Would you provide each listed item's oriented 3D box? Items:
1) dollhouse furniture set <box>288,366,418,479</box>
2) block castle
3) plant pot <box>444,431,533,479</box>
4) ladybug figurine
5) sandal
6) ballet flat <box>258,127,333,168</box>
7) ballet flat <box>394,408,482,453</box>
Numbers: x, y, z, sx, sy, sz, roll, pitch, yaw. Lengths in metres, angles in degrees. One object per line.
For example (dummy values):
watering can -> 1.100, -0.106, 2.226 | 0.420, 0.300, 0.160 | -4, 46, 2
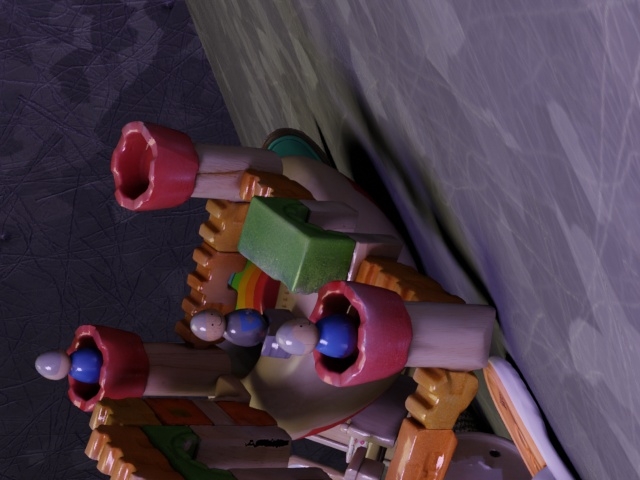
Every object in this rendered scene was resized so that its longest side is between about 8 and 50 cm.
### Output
dollhouse furniture set -> -0.010, 0.273, 2.156 | 0.355, 0.173, 0.303 | -57, -17, -62
block castle -> -0.072, 0.104, 1.682 | 0.453, 0.212, 0.303 | 37, 118, 50
plant pot -> 0.137, 0.323, 1.738 | 0.256, 0.256, 0.274 | -120, 23, -54
ladybug figurine -> -0.015, 0.066, 2.012 | 0.449, 0.161, 0.305 | -165, 86, -71
sandal -> 0.176, 0.219, 1.560 | 0.102, 0.076, 0.265 | 72, 172, -57
ballet flat -> 0.000, 0.000, 2.347 | 0.106, 0.107, 0.316 | -103, -9, -75
ballet flat -> 0.141, 0.298, 2.144 | 0.483, 0.164, 0.182 | 88, 180, -66
